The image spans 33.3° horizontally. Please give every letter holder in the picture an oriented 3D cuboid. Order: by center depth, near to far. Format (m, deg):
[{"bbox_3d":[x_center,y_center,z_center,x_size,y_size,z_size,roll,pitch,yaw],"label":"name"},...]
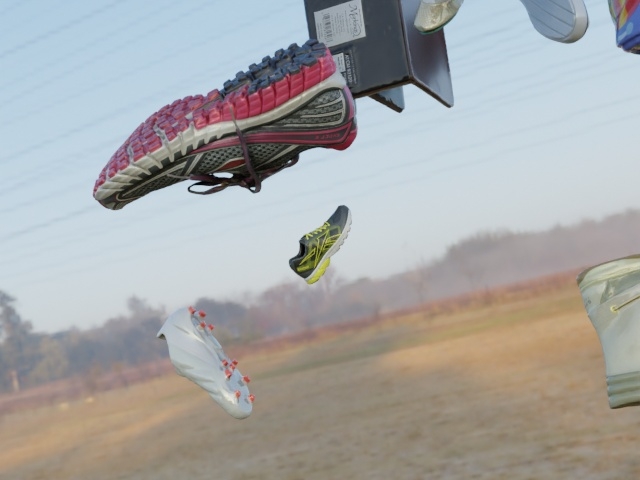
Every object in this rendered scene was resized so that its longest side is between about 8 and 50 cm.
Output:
[{"bbox_3d":[0.088,-0.346,1.641,0.152,0.302,0.214,-13,-11,25],"label":"letter holder"}]

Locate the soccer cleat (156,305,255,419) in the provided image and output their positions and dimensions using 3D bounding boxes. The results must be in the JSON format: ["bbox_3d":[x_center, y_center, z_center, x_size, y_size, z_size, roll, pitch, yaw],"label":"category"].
[{"bbox_3d":[-0.157,0.177,1.473,0.076,0.196,0.068,-43,-32,11],"label":"soccer cleat"}]

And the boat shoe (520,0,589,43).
[{"bbox_3d":[0.441,-0.466,2.033,0.094,0.302,0.109,5,-54,-24],"label":"boat shoe"}]

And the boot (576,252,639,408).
[{"bbox_3d":[0.394,0.087,1.137,0.213,0.165,0.077,-15,-22,17],"label":"boot"}]

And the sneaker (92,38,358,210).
[{"bbox_3d":[-0.105,-0.094,1.119,0.299,0.112,0.121,-22,26,17],"label":"sneaker"}]

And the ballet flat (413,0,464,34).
[{"bbox_3d":[0.165,-0.329,1.404,0.057,0.052,0.168,6,39,35],"label":"ballet flat"}]

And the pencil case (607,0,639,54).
[{"bbox_3d":[0.283,-0.299,0.867,0.133,0.306,0.119,-10,-6,10],"label":"pencil case"}]

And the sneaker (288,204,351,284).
[{"bbox_3d":[0.000,0.000,1.021,0.035,0.083,0.031,31,-7,-19],"label":"sneaker"}]
